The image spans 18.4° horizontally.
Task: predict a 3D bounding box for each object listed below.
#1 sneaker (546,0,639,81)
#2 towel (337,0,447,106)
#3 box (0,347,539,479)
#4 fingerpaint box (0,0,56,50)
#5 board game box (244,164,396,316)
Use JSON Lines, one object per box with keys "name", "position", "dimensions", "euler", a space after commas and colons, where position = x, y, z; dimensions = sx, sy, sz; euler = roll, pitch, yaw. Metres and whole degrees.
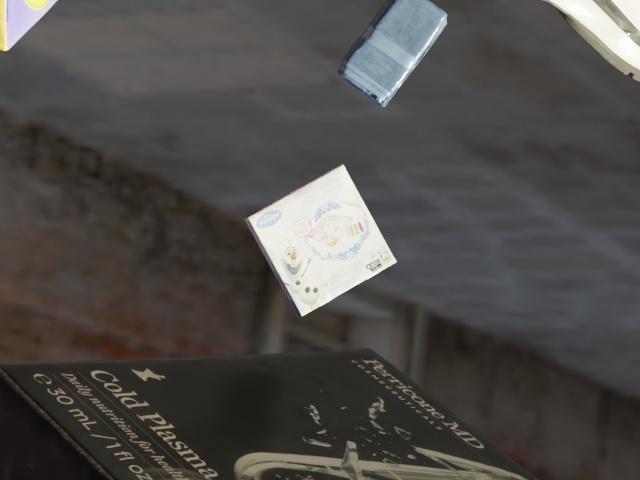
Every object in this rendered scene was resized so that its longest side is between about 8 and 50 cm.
{"name": "sneaker", "position": [0.330, -0.300, 1.827], "dimensions": [0.257, 0.169, 0.447], "euler": [-34, 142, 32]}
{"name": "towel", "position": [0.076, -0.206, 2.082], "dimensions": [0.067, 0.119, 0.029], "euler": [37, -177, 0]}
{"name": "box", "position": [-0.009, 0.333, 1.641], "dimensions": [0.472, 0.297, 0.480], "euler": [3, -153, -49]}
{"name": "fingerpaint box", "position": [-0.365, -0.421, 1.570], "dimensions": [0.371, 0.163, 0.444], "euler": [21, 135, 13]}
{"name": "board game box", "position": [0.000, 0.000, 1.576], "dimensions": [0.090, 0.090, 0.020], "euler": [-29, -175, -12]}
